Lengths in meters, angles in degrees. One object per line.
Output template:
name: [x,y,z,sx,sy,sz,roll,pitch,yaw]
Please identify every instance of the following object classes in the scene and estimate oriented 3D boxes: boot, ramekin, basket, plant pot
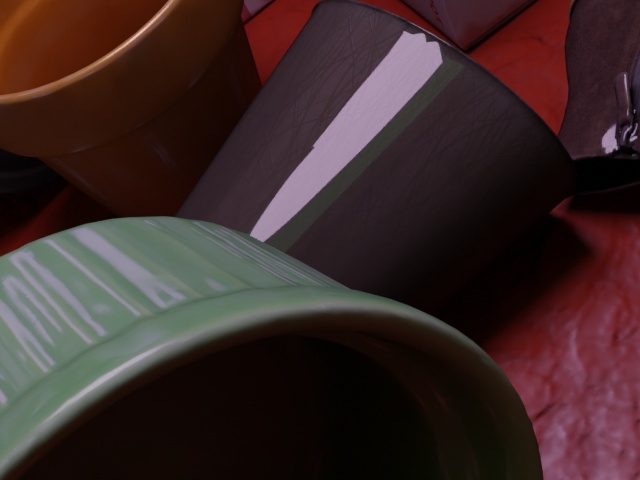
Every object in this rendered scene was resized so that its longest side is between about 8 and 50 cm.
boot: [0.252,-0.125,0.712,0.248,0.090,0.207,-12,48,40]
ramekin: [-0.065,0.137,0.536,0.303,0.303,0.148,-43,39,-10]
basket: [0.000,0.000,0.715,0.204,0.154,0.227,32,76,34]
plant pot: [-0.124,-0.107,0.837,0.205,0.188,0.205,-15,47,17]

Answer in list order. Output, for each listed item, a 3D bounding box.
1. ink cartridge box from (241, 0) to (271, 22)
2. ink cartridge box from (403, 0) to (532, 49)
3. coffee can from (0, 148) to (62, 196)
ink cartridge box: [-0.046,-0.266,0.979,0.198,0.115,0.067,-39,46,-8]
ink cartridge box: [0.063,-0.245,0.886,0.082,0.140,0.191,-36,46,-6]
coffee can: [-0.313,-0.167,0.978,0.275,0.201,0.201,22,66,39]
